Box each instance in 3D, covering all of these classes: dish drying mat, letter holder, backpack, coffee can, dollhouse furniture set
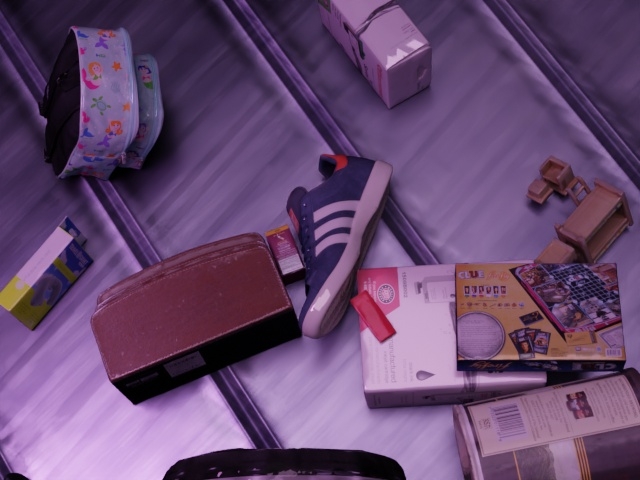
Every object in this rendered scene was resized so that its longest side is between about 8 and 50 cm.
[{"bbox_3d":[0.081,0.117,1.814,0.032,0.008,0.083,-34,70,-7],"label":"dish drying mat"},{"bbox_3d":[-0.212,0.095,1.893,0.302,0.152,0.214,-22,69,-3],"label":"letter holder"},{"bbox_3d":[-0.365,-0.233,1.966,0.191,0.253,0.225,-2,68,-17],"label":"backpack"},{"bbox_3d":[0.351,0.314,1.747,0.275,0.201,0.201,-12,71,1],"label":"coffee can"},{"bbox_3d":[0.389,-0.020,1.936,0.182,0.101,0.161,-47,49,-11],"label":"dollhouse furniture set"}]

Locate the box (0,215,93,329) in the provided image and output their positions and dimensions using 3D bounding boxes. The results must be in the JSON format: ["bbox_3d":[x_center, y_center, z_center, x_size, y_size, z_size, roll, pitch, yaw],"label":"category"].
[{"bbox_3d":[-0.448,0.055,1.945,0.042,0.109,0.178,35,77,19],"label":"box"}]

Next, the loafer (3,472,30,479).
[{"bbox_3d":[-0.441,0.439,1.846,0.170,0.062,0.061,38,100,19],"label":"loafer"}]

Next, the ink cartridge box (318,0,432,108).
[{"bbox_3d":[0.091,-0.356,2.019,0.092,0.160,0.219,-33,71,-6],"label":"ink cartridge box"}]

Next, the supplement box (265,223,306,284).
[{"bbox_3d":[-0.057,0.024,1.955,0.043,0.055,0.083,-21,72,-4],"label":"supplement box"}]

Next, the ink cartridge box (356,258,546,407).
[{"bbox_3d":[0.205,0.145,1.860,0.283,0.117,0.207,-4,70,3],"label":"ink cartridge box"}]

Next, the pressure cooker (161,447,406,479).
[{"bbox_3d":[-0.043,0.514,1.628,0.370,0.375,0.420,-7,70,18],"label":"pressure cooker"}]

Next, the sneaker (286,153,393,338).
[{"bbox_3d":[0.000,0.000,1.900,0.148,0.131,0.350,18,53,7],"label":"sneaker"}]

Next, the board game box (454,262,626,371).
[{"bbox_3d":[0.324,0.114,1.762,0.243,0.042,0.165,0,60,5],"label":"board game box"}]
